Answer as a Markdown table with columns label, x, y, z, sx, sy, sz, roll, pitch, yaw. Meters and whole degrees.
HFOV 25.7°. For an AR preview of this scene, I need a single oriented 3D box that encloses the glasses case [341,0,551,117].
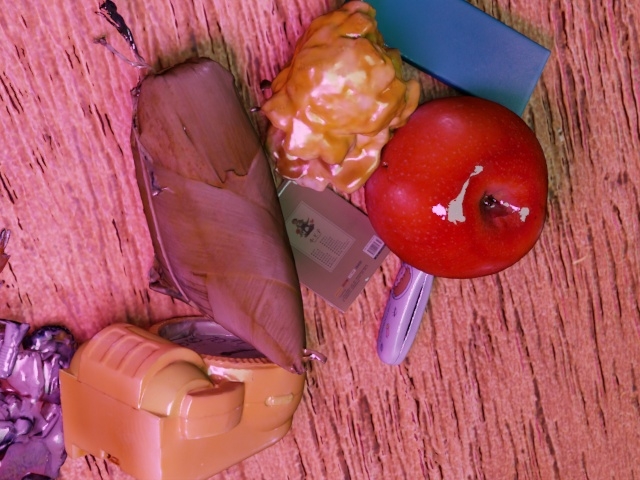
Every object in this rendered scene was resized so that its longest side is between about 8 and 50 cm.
| label | x | y | z | sx | sy | sz | roll | pitch | yaw |
| --- | --- | --- | --- | --- | --- | --- | --- | --- | --- |
| glasses case | 0.176 | -0.287 | 1.990 | 0.301 | 0.070 | 0.117 | 27 | 89 | -20 |

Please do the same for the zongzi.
| label | x | y | z | sx | sy | sz | roll | pitch | yaw |
| --- | --- | --- | --- | --- | --- | --- | --- | --- | --- |
| zongzi | -0.130 | -0.082 | 1.774 | 0.181 | 0.418 | 0.447 | -19 | 114 | -17 |

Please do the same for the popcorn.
| label | x | y | z | sx | sy | sz | roll | pitch | yaw |
| --- | --- | --- | --- | --- | --- | --- | --- | --- | --- |
| popcorn | 0.021 | -0.191 | 1.893 | 0.191 | 0.190 | 0.253 | 37 | 107 | -18 |

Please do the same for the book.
| label | x | y | z | sx | sy | sz | roll | pitch | yaw |
| --- | --- | --- | --- | --- | --- | --- | --- | --- | --- |
| book | 0.000 | 0.000 | 2.035 | 0.199 | 0.016 | 0.138 | 36 | 92 | -23 |

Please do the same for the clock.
| label | x | y | z | sx | sy | sz | roll | pitch | yaw |
| --- | --- | --- | --- | --- | --- | --- | --- | --- | --- |
| clock | -0.167 | 0.203 | 1.902 | 0.317 | 0.244 | 0.200 | -11 | 114 | -46 |

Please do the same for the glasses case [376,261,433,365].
| label | x | y | z | sx | sy | sz | roll | pitch | yaw |
| --- | --- | --- | --- | --- | --- | --- | --- | --- | --- |
| glasses case | 0.126 | 0.098 | 2.073 | 0.045 | 0.067 | 0.178 | 15 | 99 | -21 |

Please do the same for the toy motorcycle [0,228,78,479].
| label | x | y | z | sx | sy | sz | roll | pitch | yaw |
| --- | --- | --- | --- | --- | --- | --- | --- | --- | --- |
| toy motorcycle | -0.427 | 0.191 | 1.888 | 0.207 | 0.134 | 0.401 | 7 | 99 | -36 |

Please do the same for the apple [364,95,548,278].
| label | x | y | z | sx | sy | sz | roll | pitch | yaw |
| --- | --- | --- | --- | --- | --- | --- | --- | --- | --- |
| apple | 0.193 | -0.072 | 1.955 | 0.260 | 0.216 | 0.260 | -11 | 113 | -27 |
